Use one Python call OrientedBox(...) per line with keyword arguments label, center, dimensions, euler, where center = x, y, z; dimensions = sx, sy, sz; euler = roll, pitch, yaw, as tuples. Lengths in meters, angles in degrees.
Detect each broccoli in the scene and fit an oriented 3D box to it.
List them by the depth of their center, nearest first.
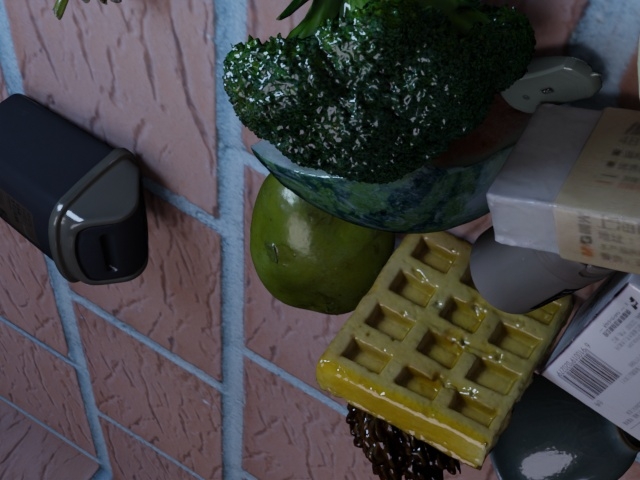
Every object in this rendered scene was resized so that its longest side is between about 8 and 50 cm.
OrientedBox(label="broccoli", center=(0.050, -0.198, 1.131), dimensions=(0.297, 0.297, 0.297), euler=(5, 100, 45))

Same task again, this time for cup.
OrientedBox(label="cup", center=(0.321, 0.235, 1.529), dimensions=(0.150, 0.199, 0.199), euler=(-23, 117, 38))

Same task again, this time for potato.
OrientedBox(label="potato", center=(0.000, 0.000, 1.543), dimensions=(0.186, 0.148, 0.253), euler=(24, 150, 28))

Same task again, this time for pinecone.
OrientedBox(label="pinecone", center=(0.136, 0.233, 1.682), dimensions=(0.221, 0.221, 0.221), euler=(28, 150, 17))

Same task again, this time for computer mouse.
OrientedBox(label="computer mouse", center=(0.223, -0.155, 1.181), dimensions=(0.110, 0.032, 0.056), euler=(-11, 138, 46))

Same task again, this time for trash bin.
OrientedBox(label="trash bin", center=(-0.382, -0.071, 1.847), dimensions=(0.290, 0.182, 0.209), euler=(34, 153, 18))

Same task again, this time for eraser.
OrientedBox(label="eraser", center=(0.330, -0.034, 1.092), dimensions=(0.343, 0.144, 0.078), euler=(13, 142, 30))

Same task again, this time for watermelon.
OrientedBox(label="watermelon", center=(0.107, -0.085, 1.300), dimensions=(0.260, 0.256, 0.176), euler=(22, 105, 40))

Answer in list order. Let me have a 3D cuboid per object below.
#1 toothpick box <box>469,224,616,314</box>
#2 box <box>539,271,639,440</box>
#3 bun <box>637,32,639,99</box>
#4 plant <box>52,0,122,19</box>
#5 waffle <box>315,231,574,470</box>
OrientedBox(label="toothpick box", center=(0.246, 0.005, 1.311), dimensions=(0.111, 0.111, 0.180), euler=(40, 153, -5))
OrientedBox(label="box", center=(0.378, 0.115, 1.323), dimensions=(0.194, 0.111, 0.260), euler=(34, 150, 5))
OrientedBox(label="bun", center=(0.358, -0.133, 0.958), dimensions=(0.229, 0.145, 0.229), euler=(47, 146, 45))
OrientedBox(label="plant", center=(-0.272, -0.315, 1.422), dimensions=(0.104, 0.122, 0.116), euler=(35, 161, 29))
OrientedBox(label="waffle", center=(0.147, 0.113, 1.438), dimensions=(0.221, 0.248, 0.055), euler=(26, 151, 17))
